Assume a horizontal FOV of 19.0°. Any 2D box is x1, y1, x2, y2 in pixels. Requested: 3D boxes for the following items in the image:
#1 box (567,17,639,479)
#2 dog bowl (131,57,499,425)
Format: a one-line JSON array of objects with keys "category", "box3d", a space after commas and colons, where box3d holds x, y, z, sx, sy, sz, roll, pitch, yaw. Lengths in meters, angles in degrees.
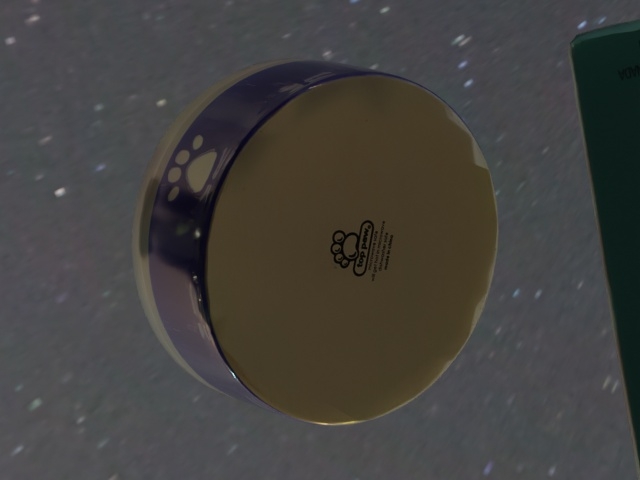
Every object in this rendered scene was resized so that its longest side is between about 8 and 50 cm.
[{"category": "box", "box3d": [0.111, 0.075, 0.400, 0.060, 0.100, 0.244, -15, -112, 21]}, {"category": "dog bowl", "box3d": [0.000, 0.000, 1.410, 0.104, 0.265, 0.264, 15, -68, 55]}]
